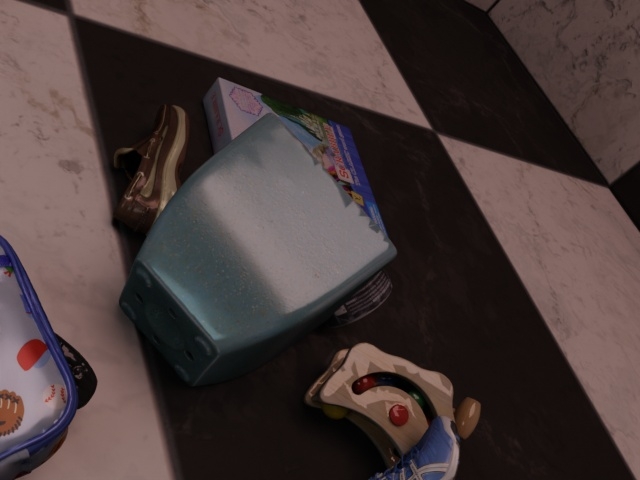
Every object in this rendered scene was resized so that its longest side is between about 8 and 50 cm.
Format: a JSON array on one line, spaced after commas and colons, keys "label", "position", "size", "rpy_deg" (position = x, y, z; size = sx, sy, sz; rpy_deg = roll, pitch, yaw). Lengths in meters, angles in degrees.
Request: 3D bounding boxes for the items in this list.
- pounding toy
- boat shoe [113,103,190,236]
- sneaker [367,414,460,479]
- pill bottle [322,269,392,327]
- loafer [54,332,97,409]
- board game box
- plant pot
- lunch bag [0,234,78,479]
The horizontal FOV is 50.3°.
[{"label": "pounding toy", "position": [0.100, 0.263, 0.991], "size": [0.269, 0.155, 0.154], "rpy_deg": [24, 67, -12]}, {"label": "boat shoe", "position": [-0.255, -0.122, 1.012], "size": [0.095, 0.095, 0.258], "rpy_deg": [18, 42, -24]}, {"label": "sneaker", "position": [0.106, 0.313, 0.858], "size": [0.081, 0.080, 0.211], "rpy_deg": [31, 78, -3]}, {"label": "pill bottle", "position": [0.000, 0.000, 1.048], "size": [0.246, 0.130, 0.130], "rpy_deg": [60, 32, -12]}, {"label": "loafer", "position": [-0.335, 0.108, 0.697], "size": [0.223, 0.078, 0.076], "rpy_deg": [29, 68, -12]}, {"label": "board game box", "position": [-0.044, -0.124, 1.249], "size": [0.317, 0.066, 0.319], "rpy_deg": [13, 45, -37]}, {"label": "plant pot", "position": [-0.108, 0.040, 0.872], "size": [0.247, 0.248, 0.252], "rpy_deg": [48, 53, 5]}, {"label": "lunch bag", "position": [-0.376, 0.121, 0.553], "size": [0.303, 0.115, 0.243], "rpy_deg": [-21, 74, -33]}]
